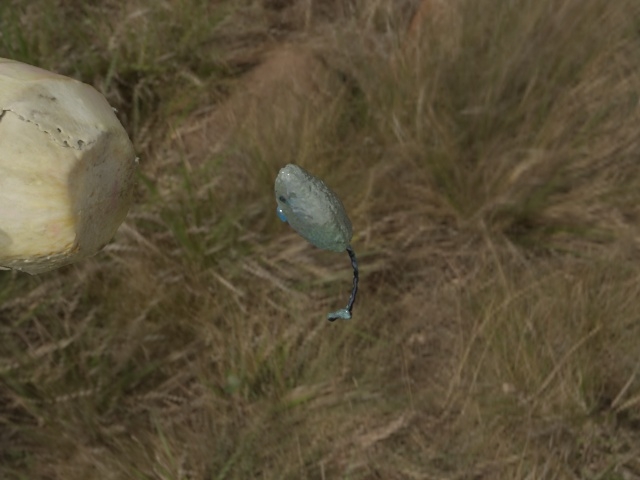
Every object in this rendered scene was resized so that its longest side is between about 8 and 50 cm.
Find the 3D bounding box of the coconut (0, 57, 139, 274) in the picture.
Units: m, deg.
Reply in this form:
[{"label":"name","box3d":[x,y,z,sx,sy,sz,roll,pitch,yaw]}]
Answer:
[{"label":"coconut","box3d":[-0.475,-0.121,1.695,0.352,0.353,0.353,-4,60,6]}]

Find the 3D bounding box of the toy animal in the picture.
[{"label":"toy animal","box3d":[0.010,0.000,1.462,0.079,0.253,0.070,10,46,44]}]
